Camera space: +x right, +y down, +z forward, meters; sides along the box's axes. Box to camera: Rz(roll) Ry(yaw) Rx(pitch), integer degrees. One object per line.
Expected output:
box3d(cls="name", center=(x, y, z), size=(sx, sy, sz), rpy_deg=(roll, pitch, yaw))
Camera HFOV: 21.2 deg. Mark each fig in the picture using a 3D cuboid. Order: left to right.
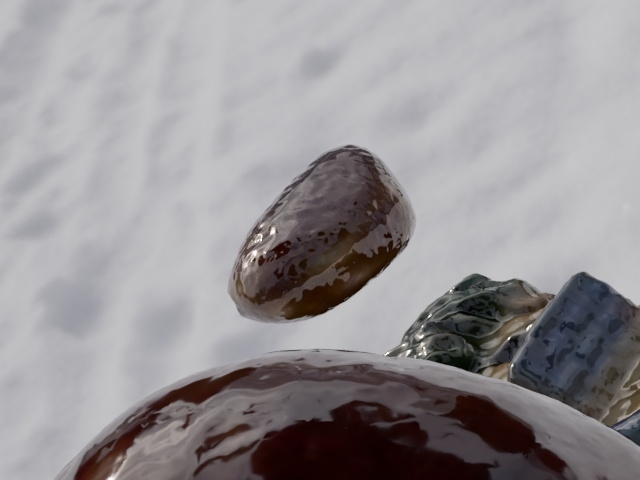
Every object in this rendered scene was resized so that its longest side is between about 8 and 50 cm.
box3d(cls="fig", center=(0.018, 0.145, 0.476), size=(0.235, 0.214, 0.235), rpy_deg=(-8, 67, 19))

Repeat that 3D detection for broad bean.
box3d(cls="broad bean", center=(0.000, 0.000, 1.121), size=(0.114, 0.084, 0.165), rpy_deg=(-31, 10, 49))

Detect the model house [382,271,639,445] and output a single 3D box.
box3d(cls="model house", center=(0.230, 0.239, 1.124), size=(0.400, 0.395, 0.445), rpy_deg=(-19, 22, 46))
